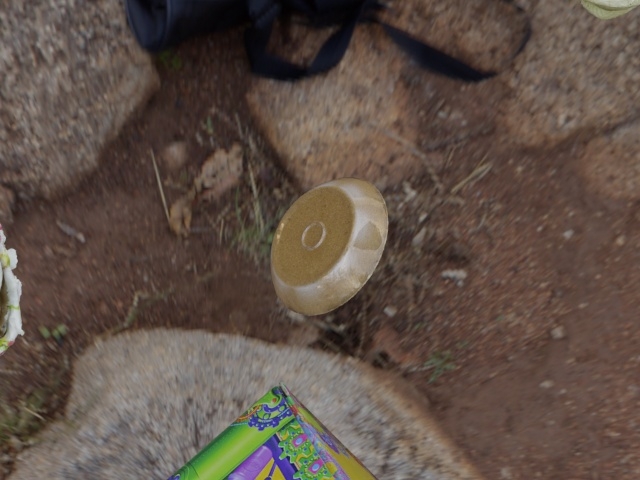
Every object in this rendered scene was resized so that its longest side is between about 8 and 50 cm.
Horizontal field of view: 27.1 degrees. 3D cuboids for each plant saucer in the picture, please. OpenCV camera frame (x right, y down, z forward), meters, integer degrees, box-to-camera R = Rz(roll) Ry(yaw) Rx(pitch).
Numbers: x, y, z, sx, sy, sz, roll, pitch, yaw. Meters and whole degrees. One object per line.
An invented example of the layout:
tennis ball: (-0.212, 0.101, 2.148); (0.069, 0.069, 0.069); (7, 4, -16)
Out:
plant saucer: (0.000, 0.000, 0.734); (0.015, 0.083, 0.083); (32, 73, -42)

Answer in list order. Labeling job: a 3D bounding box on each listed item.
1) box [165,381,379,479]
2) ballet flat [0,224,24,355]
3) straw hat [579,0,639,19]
box: (-0.029, 0.279, 0.650); (0.279, 0.290, 0.177); (-40, 126, 1)
ballet flat: (-0.195, -0.034, 0.657); (0.091, 0.241, 0.077); (-33, 44, -23)
straw hat: (0.241, -0.216, 1.094); (0.145, 0.144, 0.061); (-4, 84, -6)
